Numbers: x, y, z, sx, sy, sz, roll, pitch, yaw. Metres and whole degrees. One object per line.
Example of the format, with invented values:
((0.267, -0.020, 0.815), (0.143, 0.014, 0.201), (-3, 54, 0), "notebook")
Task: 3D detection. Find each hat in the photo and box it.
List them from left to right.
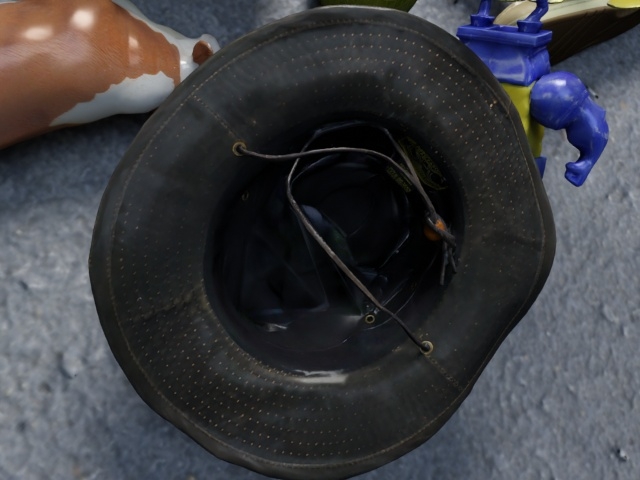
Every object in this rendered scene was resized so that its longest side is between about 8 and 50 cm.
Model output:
((0.000, 0.000, 0.447), (0.330, 0.134, 0.332), (-1, 97, -10), "hat")

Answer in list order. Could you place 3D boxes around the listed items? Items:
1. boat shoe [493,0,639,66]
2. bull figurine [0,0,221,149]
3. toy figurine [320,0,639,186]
((0.275, -0.259, 0.625), (0.285, 0.104, 0.089), (-25, 81, -30), "boat shoe")
((-0.232, -0.149, 0.447), (0.310, 0.101, 0.189), (-27, 82, -22), "bull figurine")
((0.107, -0.123, 0.489), (0.191, 0.362, 0.218), (-25, 128, -50), "toy figurine")
